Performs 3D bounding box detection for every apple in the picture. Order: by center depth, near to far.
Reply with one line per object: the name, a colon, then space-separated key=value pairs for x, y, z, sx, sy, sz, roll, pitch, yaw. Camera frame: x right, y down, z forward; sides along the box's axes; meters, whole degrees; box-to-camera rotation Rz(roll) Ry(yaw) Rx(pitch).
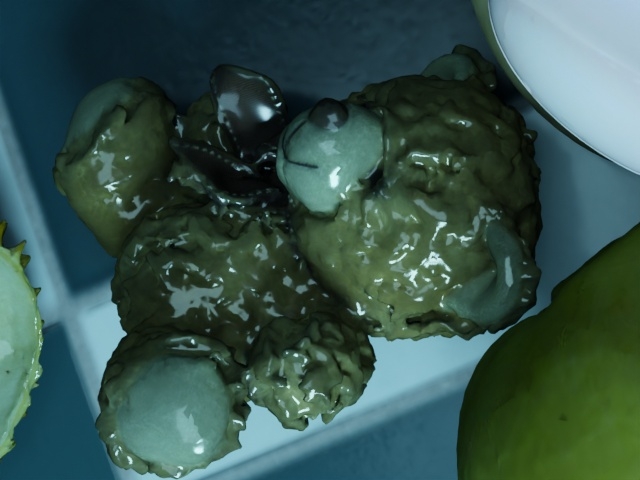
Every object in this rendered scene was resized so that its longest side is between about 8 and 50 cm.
apple: x=0.204 y=0.107 z=0.832 sx=0.292 sy=0.292 sz=0.254 roll=-43 pitch=86 yaw=10

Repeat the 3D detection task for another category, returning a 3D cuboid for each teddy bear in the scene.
teddy bear: x=0.000 y=0.000 z=0.972 sx=0.256 sy=0.156 sz=0.267 roll=-26 pitch=50 yaw=18

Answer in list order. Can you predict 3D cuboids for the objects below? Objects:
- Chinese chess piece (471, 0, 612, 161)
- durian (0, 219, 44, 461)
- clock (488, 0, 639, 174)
Chinese chess piece: x=0.208 y=-0.164 z=0.941 sx=0.270 sy=0.112 sz=0.270 roll=-1 pitch=87 yaw=16
durian: x=-0.239 y=0.061 z=1.047 sx=0.144 sy=0.139 sz=0.252 roll=23 pitch=93 yaw=12
clock: x=0.180 y=-0.218 z=0.768 sx=0.377 sy=0.250 sz=0.368 roll=34 pitch=95 yaw=7
